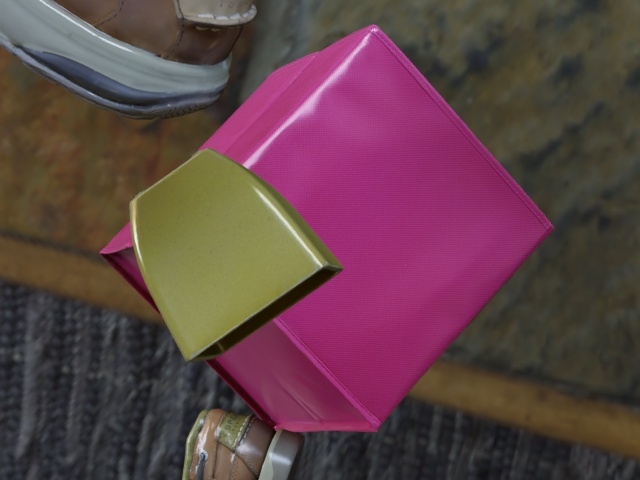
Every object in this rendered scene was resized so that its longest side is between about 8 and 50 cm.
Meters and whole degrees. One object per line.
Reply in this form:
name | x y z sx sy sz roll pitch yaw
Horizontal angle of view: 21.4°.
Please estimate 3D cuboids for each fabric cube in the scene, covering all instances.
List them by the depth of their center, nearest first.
fabric cube | 0.000 0.000 1.555 0.254 0.259 0.258 46 70 -13

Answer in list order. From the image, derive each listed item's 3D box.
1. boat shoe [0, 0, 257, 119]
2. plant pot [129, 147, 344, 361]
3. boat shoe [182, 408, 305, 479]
boat shoe | -0.161 -0.183 0.746 0.324 0.123 0.116 32 116 -1
plant pot | -0.048 0.002 0.826 0.081 0.081 0.083 -35 85 4
boat shoe | -0.109 0.300 1.561 0.104 0.111 0.307 20 98 6
